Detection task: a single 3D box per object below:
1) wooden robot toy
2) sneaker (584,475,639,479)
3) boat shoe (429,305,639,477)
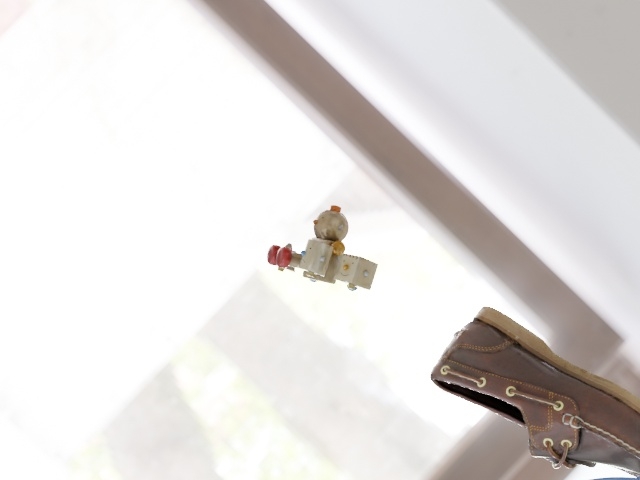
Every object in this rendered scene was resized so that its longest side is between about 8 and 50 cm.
[{"bbox_3d":[0.000,0.000,1.878,0.173,0.076,0.079,9,-101,65],"label":"wooden robot toy"},{"bbox_3d":[0.114,0.193,1.034,0.090,0.232,0.081,-110,-163,-45],"label":"sneaker"},{"bbox_3d":[0.170,0.125,1.341,0.073,0.207,0.073,-47,143,-17],"label":"boat shoe"}]
